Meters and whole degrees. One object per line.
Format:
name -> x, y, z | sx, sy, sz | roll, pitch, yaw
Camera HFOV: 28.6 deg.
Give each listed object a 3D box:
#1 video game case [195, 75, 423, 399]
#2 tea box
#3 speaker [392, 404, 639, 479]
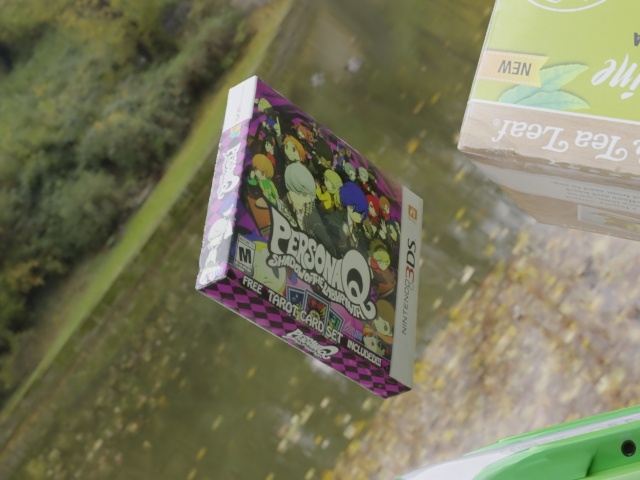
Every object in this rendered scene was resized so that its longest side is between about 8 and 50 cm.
video game case -> 0.000, 0.000, 1.100 | 0.042, 0.232, 0.210 | -25, 45, 37
tea box -> 0.317, -0.157, 0.896 | 0.220, 0.329, 0.323 | 28, -105, -61
speaker -> 0.172, 0.159, 0.680 | 0.297, 0.131, 0.131 | -11, 0, -15
